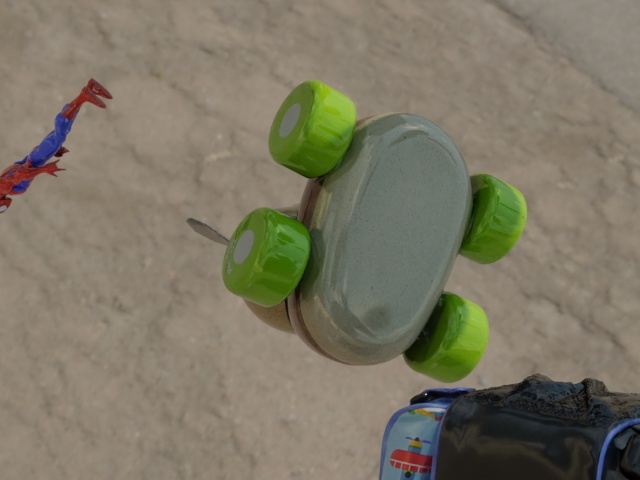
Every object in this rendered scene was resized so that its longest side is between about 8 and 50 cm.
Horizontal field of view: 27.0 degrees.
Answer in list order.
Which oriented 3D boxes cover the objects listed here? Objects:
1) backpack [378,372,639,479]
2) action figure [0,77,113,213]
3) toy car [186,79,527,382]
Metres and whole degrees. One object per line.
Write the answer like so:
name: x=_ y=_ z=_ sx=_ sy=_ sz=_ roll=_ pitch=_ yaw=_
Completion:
backpack: x=0.110 y=0.129 z=0.510 sx=0.117 sy=0.158 sz=0.173 roll=6 pitch=1 yaw=41
action figure: x=-0.185 y=-0.058 z=0.895 sx=0.030 sy=0.115 sz=0.038 roll=43 pitch=17 yaw=-19
toy car: x=0.000 y=0.000 z=0.814 sx=0.155 sy=0.148 sz=0.188 roll=25 pitch=-13 yaw=-26
